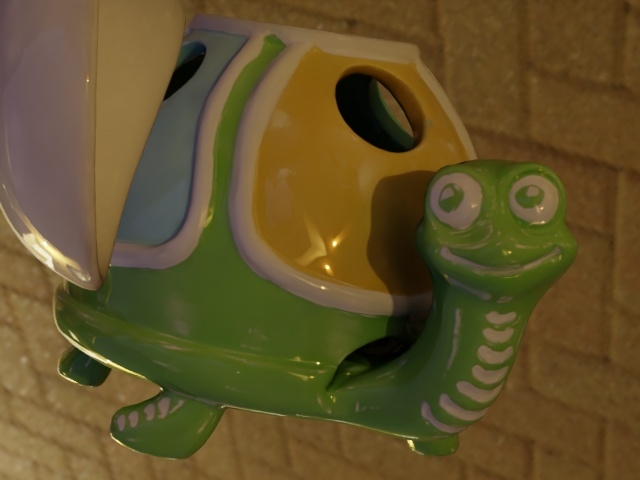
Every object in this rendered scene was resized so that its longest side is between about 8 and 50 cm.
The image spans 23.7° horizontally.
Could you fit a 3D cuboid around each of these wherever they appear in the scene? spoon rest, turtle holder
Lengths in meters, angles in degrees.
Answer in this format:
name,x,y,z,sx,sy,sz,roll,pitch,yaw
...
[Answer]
name,x,y,z,sx,sy,sz,roll,pitch,yaw
spoon rest,-0.090,-0.086,0.607,0.084,0.276,0.137,-2,120,-9
turtle holder,-0.019,-0.003,0.831,0.243,0.227,0.320,8,-173,-7
